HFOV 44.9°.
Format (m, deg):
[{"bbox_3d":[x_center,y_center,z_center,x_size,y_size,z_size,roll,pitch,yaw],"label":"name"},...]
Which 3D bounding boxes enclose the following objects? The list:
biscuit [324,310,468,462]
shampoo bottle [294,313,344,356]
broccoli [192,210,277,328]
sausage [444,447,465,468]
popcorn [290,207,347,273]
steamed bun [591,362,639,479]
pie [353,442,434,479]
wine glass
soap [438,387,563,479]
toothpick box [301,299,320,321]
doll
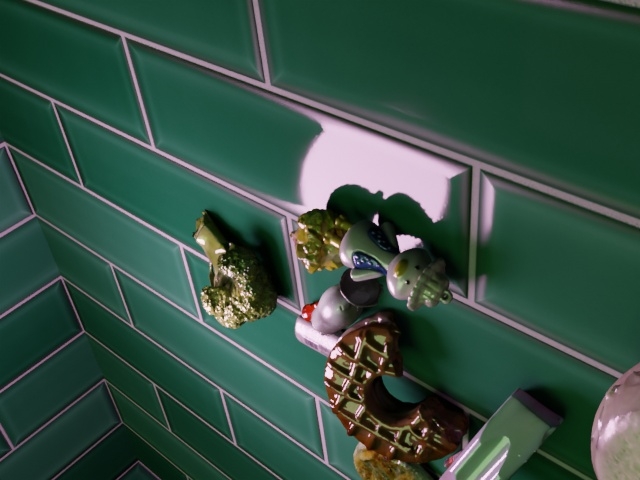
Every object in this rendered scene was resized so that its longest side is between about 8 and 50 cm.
[{"bbox_3d":[0.152,0.355,1.776,0.268,0.115,0.366,-27,96,34],"label":"biscuit"},{"bbox_3d":[0.035,0.259,1.932,0.227,0.056,0.086,23,133,36],"label":"shampoo bottle"},{"bbox_3d":[-0.244,0.096,1.997,0.302,0.186,0.254,56,157,-18],"label":"broccoli"},{"bbox_3d":[0.337,0.509,1.836,0.198,0.025,0.028,118,142,-54],"label":"sausage"},{"bbox_3d":[0.000,0.000,1.672,0.126,0.126,0.145,61,174,35],"label":"popcorn"},{"bbox_3d":[0.593,0.309,1.121,0.374,0.241,0.375,27,136,29],"label":"steamed bun"},{"bbox_3d":[0.202,0.637,2.080,0.277,0.078,0.277,34,145,27],"label":"pie"},{"bbox_3d":[0.053,0.144,1.761,0.103,0.103,0.222,48,148,5],"label":"wine glass"},{"bbox_3d":[0.360,0.441,1.589,0.109,0.192,0.324,43,120,20],"label":"soap"},{"bbox_3d":[-0.007,0.172,1.909,0.047,0.047,0.083,55,146,-6],"label":"toothpick box"},{"bbox_3d":[0.137,0.043,1.532,0.293,0.138,0.119,33,172,25],"label":"doll"}]
